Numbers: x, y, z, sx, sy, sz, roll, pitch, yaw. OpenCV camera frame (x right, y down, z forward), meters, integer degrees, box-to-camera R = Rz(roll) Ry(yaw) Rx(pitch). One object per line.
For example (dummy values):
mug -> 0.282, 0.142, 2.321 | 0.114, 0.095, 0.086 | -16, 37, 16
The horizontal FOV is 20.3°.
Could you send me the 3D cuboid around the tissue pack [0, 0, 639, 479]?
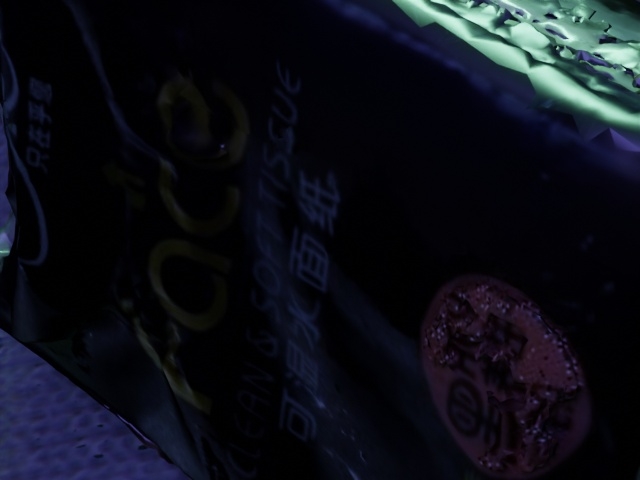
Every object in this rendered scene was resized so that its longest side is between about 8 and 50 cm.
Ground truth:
tissue pack -> 0.000, 0.000, 0.615 | 0.123, 0.245, 0.332 | -20, 42, -40
